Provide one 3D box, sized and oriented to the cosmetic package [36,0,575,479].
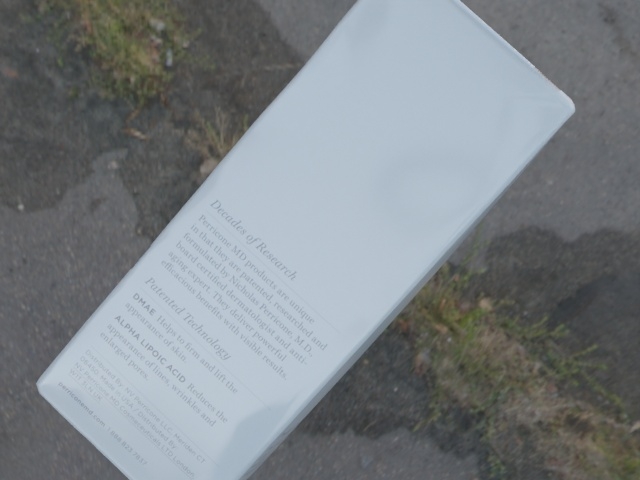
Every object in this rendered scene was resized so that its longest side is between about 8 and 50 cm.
[{"bbox_3d":[0.000,0.000,0.735,0.156,0.217,0.385,41,100,5],"label":"cosmetic package"}]
